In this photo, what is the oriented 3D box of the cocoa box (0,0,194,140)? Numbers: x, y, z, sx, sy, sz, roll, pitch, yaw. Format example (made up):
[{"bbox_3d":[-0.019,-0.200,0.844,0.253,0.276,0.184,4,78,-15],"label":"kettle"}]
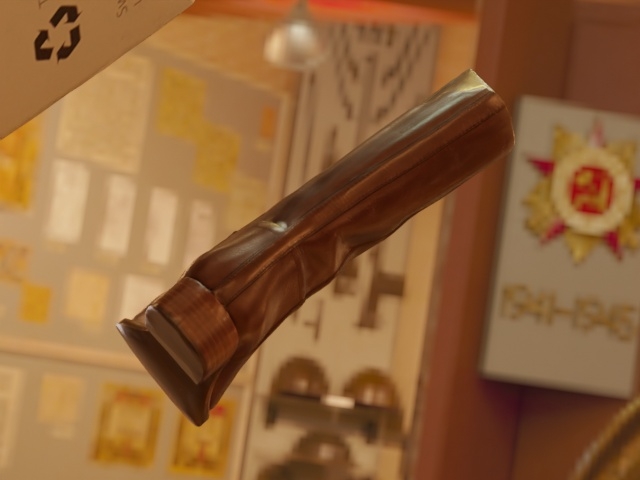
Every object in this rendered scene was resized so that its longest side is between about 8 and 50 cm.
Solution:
[{"bbox_3d":[-0.193,-0.180,0.467,0.228,0.231,0.347,33,-35,27],"label":"cocoa box"}]

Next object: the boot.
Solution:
[{"bbox_3d":[0.000,0.000,0.541,0.037,0.114,0.106,51,-16,-1],"label":"boot"}]
